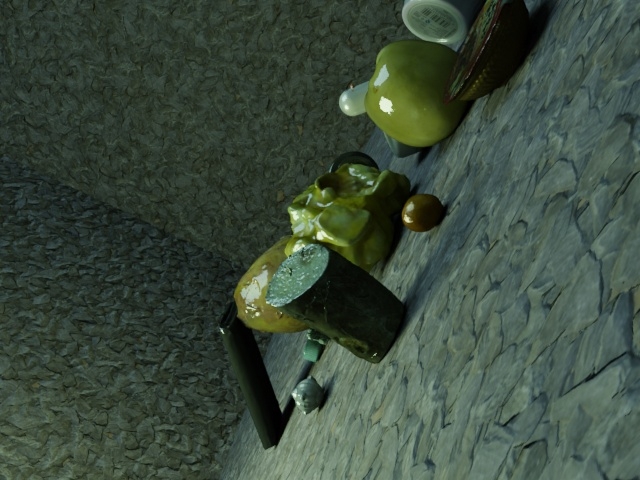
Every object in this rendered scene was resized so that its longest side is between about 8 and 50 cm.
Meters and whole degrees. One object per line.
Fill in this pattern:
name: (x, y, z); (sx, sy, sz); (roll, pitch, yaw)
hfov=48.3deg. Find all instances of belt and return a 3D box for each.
belt: (-0.008, 0.275, 2.110); (0.179, 0.065, 0.100); (-73, -1, -58)

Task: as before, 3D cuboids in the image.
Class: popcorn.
popcorn: (0.067, -0.031, 1.818); (0.293, 0.292, 0.334); (73, -152, -57)

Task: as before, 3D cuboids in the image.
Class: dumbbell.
dumbbell: (0.112, -0.218, 2.606); (0.290, 0.192, 0.192); (147, 148, -81)

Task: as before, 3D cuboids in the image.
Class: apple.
apple: (0.230, -0.348, 1.687); (0.262, 0.262, 0.262); (-155, 90, -86)

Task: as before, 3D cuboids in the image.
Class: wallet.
wallet: (-0.206, 0.396, 2.134); (0.228, 0.062, 0.406); (-92, -15, -76)

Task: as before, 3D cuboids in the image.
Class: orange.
orange: (0.199, -0.055, 1.395); (0.085, 0.085, 0.085); (-155, 90, -86)

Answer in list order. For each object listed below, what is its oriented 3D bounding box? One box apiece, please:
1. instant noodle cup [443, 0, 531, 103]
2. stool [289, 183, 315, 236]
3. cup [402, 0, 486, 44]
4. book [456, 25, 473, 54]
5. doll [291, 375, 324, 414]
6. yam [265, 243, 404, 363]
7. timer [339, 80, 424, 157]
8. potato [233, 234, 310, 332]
instant noodle cup: (0.338, -0.371, 1.388); (0.274, 0.091, 0.274); (-155, 90, -86)
stool: (0.000, 0.000, 2.504); (0.310, 0.226, 0.310); (-56, 10, 56)
cup: (0.388, -0.787, 2.100); (0.253, 0.253, 0.371); (129, 165, -72)
book: (0.390, -0.499, 1.950); (0.269, 0.025, 0.191); (121, 172, -54)
doll: (-0.027, 0.373, 1.729); (0.180, 0.079, 0.094); (64, -145, -79)
yam: (0.040, 0.114, 1.326); (0.154, 0.254, 0.154); (-52, 14, 18)
timer: (0.190, -0.335, 1.928); (0.240, 0.233, 0.233); (-20, 8, 2)
potato: (-0.113, 0.160, 2.022); (0.237, 0.301, 0.289); (-31, -7, -29)
